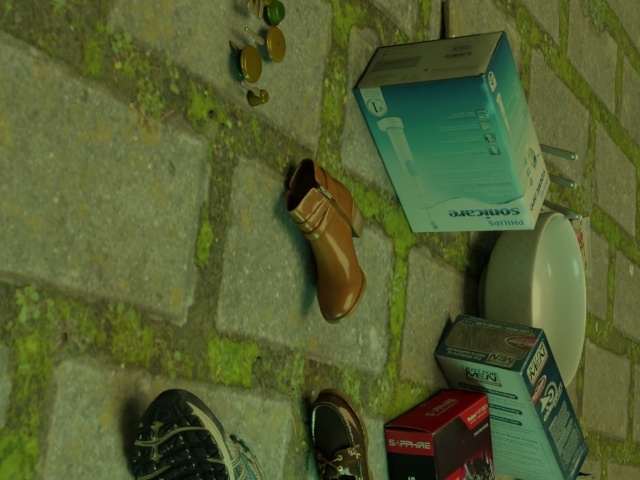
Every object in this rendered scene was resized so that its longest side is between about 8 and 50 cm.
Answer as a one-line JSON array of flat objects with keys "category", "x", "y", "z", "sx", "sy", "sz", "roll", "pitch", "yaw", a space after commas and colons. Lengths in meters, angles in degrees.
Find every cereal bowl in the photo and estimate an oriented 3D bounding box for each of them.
[{"category": "cereal bowl", "x": 0.397, "y": 0.116, "z": 1.960, "sx": 0.339, "sy": 0.141, "sz": 0.339, "roll": 4, "pitch": 85, "yaw": -58}]

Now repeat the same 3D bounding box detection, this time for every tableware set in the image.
[{"category": "tableware set", "x": -0.078, "y": -0.249, "z": 1.304, "sx": 0.104, "sy": 0.024, "sz": 0.154, "roll": 24, "pitch": 67, "yaw": -60}]

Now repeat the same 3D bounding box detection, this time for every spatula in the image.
[{"category": "spatula", "x": 0.453, "y": -0.125, "z": 2.028, "sx": 0.019, "sy": 0.242, "sz": 0.168, "roll": -14, "pitch": 108, "yaw": -15}]

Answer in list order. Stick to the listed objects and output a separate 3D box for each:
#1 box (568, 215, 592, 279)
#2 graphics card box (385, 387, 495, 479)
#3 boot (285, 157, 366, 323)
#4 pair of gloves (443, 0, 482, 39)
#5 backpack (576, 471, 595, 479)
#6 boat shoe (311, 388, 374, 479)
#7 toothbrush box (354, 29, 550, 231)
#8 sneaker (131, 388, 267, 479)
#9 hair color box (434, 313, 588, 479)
[{"category": "box", "x": 0.567, "y": 0.024, "z": 2.304, "sx": 0.186, "sy": 0.038, "sz": 0.145, "roll": -10, "pitch": 97, "yaw": -59}, {"category": "graphics card box", "x": 0.209, "y": 0.453, "z": 1.678, "sx": 0.232, "sy": 0.094, "sz": 0.371, "roll": -14, "pitch": 101, "yaw": -58}, {"category": "boot", "x": 0.000, "y": 0.000, "z": 1.376, "sx": 0.152, "sy": 0.072, "sz": 0.197, "roll": 48, "pitch": 38, "yaw": -49}, {"category": "pair of gloves", "x": 0.282, "y": -0.309, "z": 1.884, "sx": 0.240, "sy": 0.042, "sz": 0.204, "roll": 30, "pitch": 63, "yaw": -56}, {"category": "backpack", "x": 0.512, "y": 0.607, "z": 2.099, "sx": 0.225, "sy": 0.191, "sz": 0.254, "roll": 20, "pitch": 76, "yaw": -58}, {"category": "boat shoe", "x": 0.029, "y": 0.305, "z": 1.403, "sx": 0.073, "sy": 0.073, "sz": 0.207, "roll": -49, "pitch": 129, "yaw": -51}, {"category": "toothbrush box", "x": 0.212, "y": -0.160, "z": 1.593, "sx": 0.126, "sy": 0.216, "sz": 0.296, "roll": -60, "pitch": 136, "yaw": -40}, {"category": "sneaker", "x": -0.124, "y": 0.265, "z": 1.153, "sx": 0.122, "sy": 0.110, "sz": 0.283, "roll": -78, "pitch": 153, "yaw": -55}, {"category": "hair color box", "x": 0.349, "y": 0.294, "z": 1.830, "sx": 0.105, "sy": 0.173, "sz": 0.347, "roll": -54, "pitch": 134, "yaw": -31}]
